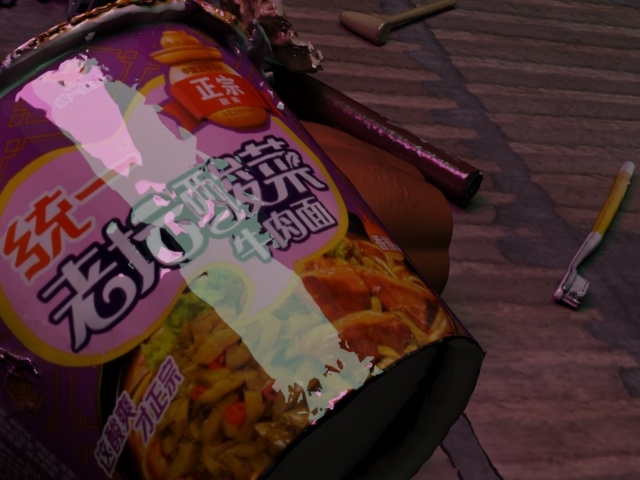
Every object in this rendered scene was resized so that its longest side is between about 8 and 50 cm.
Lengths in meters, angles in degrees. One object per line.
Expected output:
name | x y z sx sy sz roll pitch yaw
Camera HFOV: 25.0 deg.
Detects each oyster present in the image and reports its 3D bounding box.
oyster | -0.056 -0.210 1.376 0.072 0.133 0.209 -33 32 5

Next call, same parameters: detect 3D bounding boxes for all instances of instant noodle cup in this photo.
instant noodle cup | -0.078 0.059 0.869 0.266 0.340 0.339 43 41 23

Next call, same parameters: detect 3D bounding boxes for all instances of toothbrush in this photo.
toothbrush | 0.269 -0.011 1.378 0.024 0.021 0.288 33 35 5
toothbrush | 0.004 -0.134 1.425 0.364 0.041 0.041 31 36 23

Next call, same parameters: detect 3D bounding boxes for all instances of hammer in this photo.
hammer | 0.097 -0.265 1.681 0.060 0.028 0.195 27 31 27

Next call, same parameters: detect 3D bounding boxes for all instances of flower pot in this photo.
flower pot | 0.000 0.000 1.120 0.173 0.191 0.190 3 33 -44

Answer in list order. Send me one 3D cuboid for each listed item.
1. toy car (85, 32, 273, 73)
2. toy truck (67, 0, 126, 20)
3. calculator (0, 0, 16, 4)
toy car | -0.187 -0.135 1.289 0.141 0.097 0.320 31 35 23
toy truck | -0.188 -0.349 1.580 0.184 0.133 0.338 44 41 9
calculator | -0.357 -0.251 1.458 0.094 0.019 0.141 17 31 0
